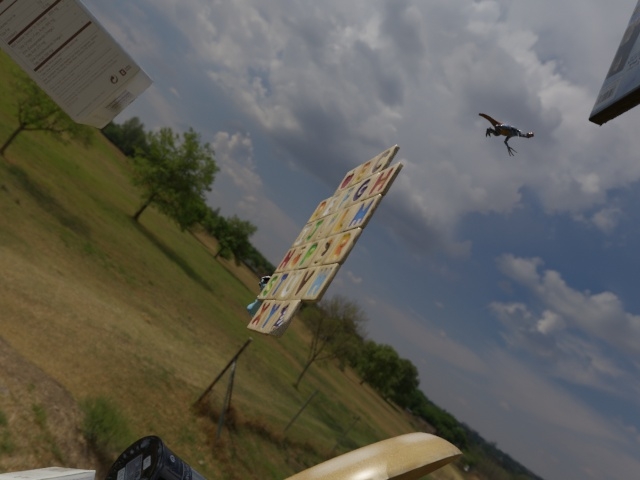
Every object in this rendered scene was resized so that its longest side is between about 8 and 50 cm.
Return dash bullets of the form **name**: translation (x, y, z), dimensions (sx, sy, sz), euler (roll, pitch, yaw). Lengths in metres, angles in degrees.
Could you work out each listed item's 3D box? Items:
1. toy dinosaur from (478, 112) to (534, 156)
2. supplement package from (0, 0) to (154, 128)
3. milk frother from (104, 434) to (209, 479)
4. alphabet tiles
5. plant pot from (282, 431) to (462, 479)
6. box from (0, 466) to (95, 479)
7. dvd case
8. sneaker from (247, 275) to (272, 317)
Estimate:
- **toy dinosaur**: translation (0.343, -0.201, 0.813), dimensions (0.047, 0.082, 0.090), euler (-37, -113, 61)
- **supplement package**: translation (-0.317, -0.243, 0.559), dimensions (0.179, 0.105, 0.105), euler (48, -1, -15)
- **milk frother**: translation (-0.202, 0.325, 0.516), dimensions (0.134, 0.143, 0.129), euler (57, 16, -28)
- **alphabet tiles**: translation (0.000, 0.000, 0.718), dimensions (0.011, 0.342, 0.285), euler (37, -19, -14)
- **plant pot**: translation (0.018, 0.234, 0.426), dimensions (0.032, 0.236, 0.236), euler (66, 7, 32)
- **box**: translation (-0.391, 0.368, 0.624), dimensions (0.101, 0.087, 0.102), euler (-11, -21, 28)
- **dvd case**: translation (0.413, -0.275, 0.519), dimensions (0.022, 0.253, 0.180), euler (24, -3, 3)
- **sneaker**: translation (-0.106, 0.110, 0.965), dimensions (0.073, 0.162, 0.063), euler (53, 34, 0)
